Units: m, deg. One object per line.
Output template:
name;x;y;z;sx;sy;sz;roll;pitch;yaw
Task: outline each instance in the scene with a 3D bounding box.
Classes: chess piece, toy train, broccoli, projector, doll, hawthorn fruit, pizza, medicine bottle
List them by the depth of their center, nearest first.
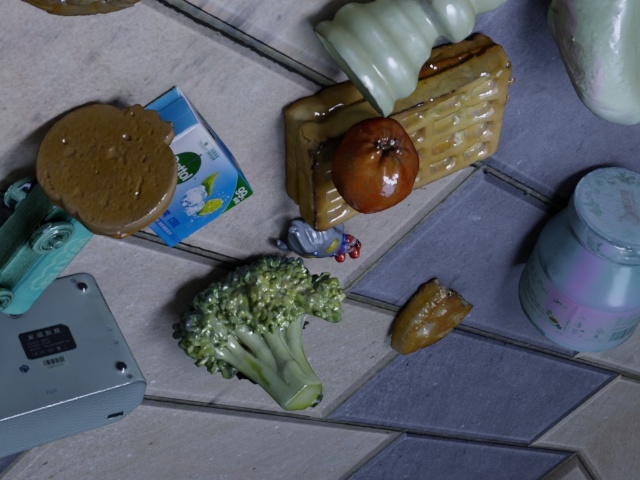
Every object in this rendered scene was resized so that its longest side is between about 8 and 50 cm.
chess piece;0.132;-0.288;1.435;0.251;0.144;0.144;-39;149;3
toy train;-0.361;0.008;1.464;0.248;0.101;0.159;-45;160;24
hawthorn fruit;0.071;-0.096;1.490;0.128;0.128;0.128;-23;148;-15
projector;-0.389;0.164;1.554;0.250;0.198;0.108;-14;146;-29
broccoli;-0.076;0.157;1.778;0.263;0.243;0.247;-21;146;-24
doll;-0.001;0.001;1.798;0.104;0.062;0.194;4;170;28
medicine bottle;0.518;0.030;2.128;0.245;0.245;0.290;-17;145;-23
pizza;0.221;0.135;2.198;0.161;0.062;0.182;-8;138;-23

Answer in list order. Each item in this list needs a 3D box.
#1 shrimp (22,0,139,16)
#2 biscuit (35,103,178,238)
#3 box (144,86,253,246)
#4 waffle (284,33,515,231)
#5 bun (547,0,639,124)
shrimp;-0.264;-0.281;1.182;0.236;0.053;0.133;-2;159;-46
biscuit;-0.244;-0.088;1.363;0.170;0.170;0.050;-26;165;-9
box;-0.189;-0.090;1.485;0.139;0.073;0.194;-33;149;3
waffle;0.110;-0.154;1.640;0.327;0.098;0.224;-24;150;-15
bun;0.416;-0.312;1.597;0.293;0.187;0.293;-19;121;-35
